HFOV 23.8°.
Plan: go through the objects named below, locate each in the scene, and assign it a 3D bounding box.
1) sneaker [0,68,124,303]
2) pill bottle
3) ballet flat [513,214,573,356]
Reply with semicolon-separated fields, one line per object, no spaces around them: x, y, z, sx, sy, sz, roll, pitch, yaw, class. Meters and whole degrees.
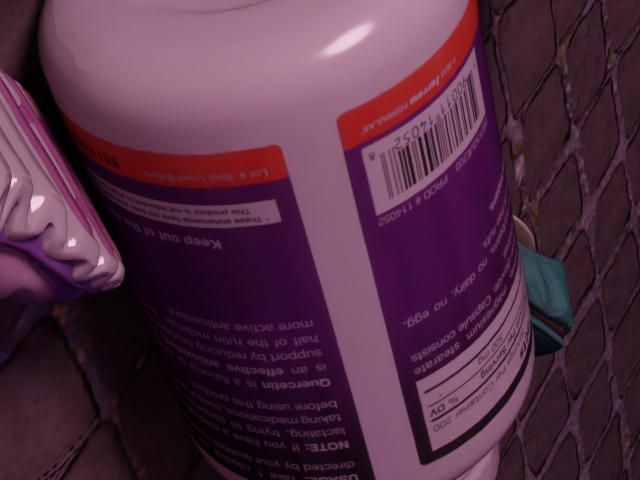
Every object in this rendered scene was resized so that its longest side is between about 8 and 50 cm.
-0.151;-0.009;0.552;0.104;0.095;0.236;-35;168;6;sneaker
0.000;0.000;0.707;0.181;0.181;0.323;-52;142;-36;pill bottle
0.099;0.012;0.998;0.247;0.083;0.087;30;51;-59;ballet flat
